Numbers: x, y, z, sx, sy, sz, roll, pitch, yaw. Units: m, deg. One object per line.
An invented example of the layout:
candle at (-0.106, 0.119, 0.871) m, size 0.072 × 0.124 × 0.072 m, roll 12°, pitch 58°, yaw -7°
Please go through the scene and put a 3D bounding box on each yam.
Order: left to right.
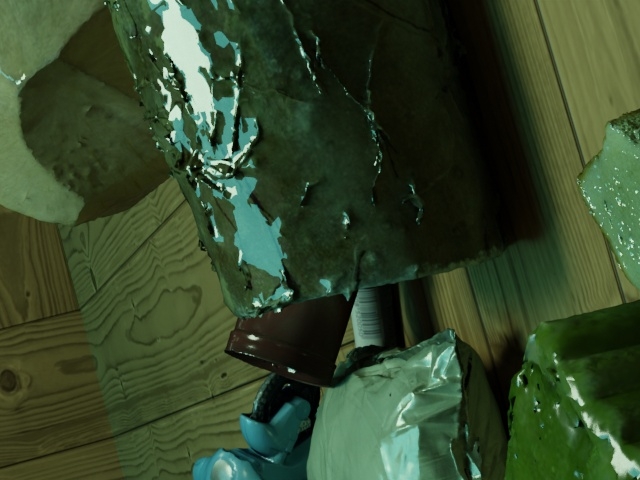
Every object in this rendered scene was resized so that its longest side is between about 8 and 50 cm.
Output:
yam at (-0.009, -0.121, 1.246) m, size 0.241 × 0.241 × 0.348 m, roll 145°, pitch 107°, yaw -72°

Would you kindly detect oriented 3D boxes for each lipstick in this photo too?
lipstick at (0.044, 0.047, 1.522) m, size 0.040 × 0.040 × 0.141 m, roll -145°, pitch 43°, yaw -65°

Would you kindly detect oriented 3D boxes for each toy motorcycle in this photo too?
toy motorcycle at (-0.019, 0.243, 1.556) m, size 0.123 × 0.182 × 0.272 m, roll 22°, pitch 155°, yaw 43°

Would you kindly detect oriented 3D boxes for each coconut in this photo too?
coconut at (-0.239, -0.214, 1.704) m, size 0.415 × 0.344 × 0.415 m, roll -18°, pitch -90°, yaw -82°

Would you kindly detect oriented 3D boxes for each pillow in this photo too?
pillow at (0.078, 0.211, 1.383) m, size 0.310 × 0.138 × 0.283 m, roll 170°, pitch 93°, yaw -73°

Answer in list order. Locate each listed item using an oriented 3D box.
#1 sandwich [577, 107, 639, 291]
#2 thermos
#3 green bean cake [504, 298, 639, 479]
sandwich at (0.193, -0.020, 0.994) m, size 0.093 × 0.035 × 0.105 m, roll 110°, pitch 142°, yaw -60°
thermos at (-0.003, -0.001, 1.442) m, size 0.124 × 0.099 × 0.232 m, roll 2°, pitch 72°, yaw 54°
green bean cake at (0.194, 0.161, 1.003) m, size 0.214 × 0.113 × 0.200 m, roll -123°, pitch 24°, yaw -47°
